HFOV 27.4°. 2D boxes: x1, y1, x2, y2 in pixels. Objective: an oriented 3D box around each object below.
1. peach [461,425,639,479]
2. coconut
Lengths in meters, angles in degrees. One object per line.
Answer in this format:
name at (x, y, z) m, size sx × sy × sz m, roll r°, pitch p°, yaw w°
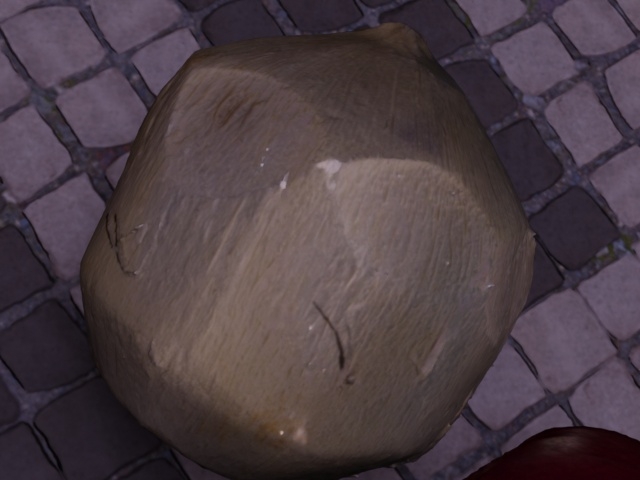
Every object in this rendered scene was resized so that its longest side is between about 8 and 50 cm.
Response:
peach at (0.200, 0.365, 0.977) m, size 0.353 × 0.339 × 0.416 m, roll -34°, pitch 82°, yaw -6°
coconut at (0.000, 0.000, 1.050) m, size 0.346 × 0.346 × 0.360 m, roll 33°, pitch 101°, yaw 0°
